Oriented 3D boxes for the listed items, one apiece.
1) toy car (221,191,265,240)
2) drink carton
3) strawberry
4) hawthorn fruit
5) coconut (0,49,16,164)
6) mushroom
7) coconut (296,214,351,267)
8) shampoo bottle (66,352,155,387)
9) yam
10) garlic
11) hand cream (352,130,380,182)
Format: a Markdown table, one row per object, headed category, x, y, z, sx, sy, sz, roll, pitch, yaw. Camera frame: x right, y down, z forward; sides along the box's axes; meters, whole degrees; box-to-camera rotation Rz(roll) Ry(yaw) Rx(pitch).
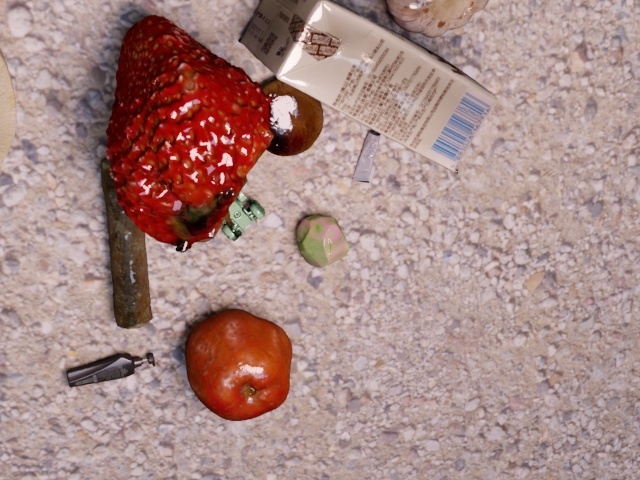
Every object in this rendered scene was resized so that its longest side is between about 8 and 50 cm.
| category | x | y | z | sx | sy | sz | roll | pitch | yaw |
| --- | --- | --- | --- | --- | --- | --- | --- | --- | --- |
| toy car | -0.149 | -0.065 | 1.521 | 0.073 | 0.054 | 0.143 | -43 | 124 | 1 |
| drink carton | 0.071 | -0.239 | 1.433 | 0.325 | 0.194 | 0.132 | 23 | 104 | -29 |
| strawberry | -0.190 | -0.140 | 1.344 | 0.258 | 0.261 | 0.261 | 32 | 102 | -10 |
| hawthorn fruit | -0.125 | 0.196 | 1.594 | 0.189 | 0.189 | 0.189 | -9 | 119 | -17 |
| coconut | -0.492 | -0.168 | 1.218 | 0.245 | 0.247 | 0.244 | -10 | 120 | -17 |
| mushroom | -0.050 | -0.182 | 1.501 | 0.123 | 0.052 | 0.123 | -9 | 116 | -20 |
| coconut | 0.000 | 0.000 | 1.599 | 0.081 | 0.082 | 0.083 | -19 | 168 | -38 |
| shampoo bottle | -0.331 | 0.202 | 1.602 | 0.137 | 0.027 | 0.048 | -14 | 133 | -14 |
| yam | -0.287 | 0.008 | 1.504 | 0.061 | 0.061 | 0.274 | -9 | 117 | -17 |
| garlic | 0.170 | -0.367 | 1.463 | 0.159 | 0.102 | 0.147 | -30 | 137 | 9 |
| hand cream | 0.075 | -0.134 | 1.597 | 0.030 | 0.019 | 0.093 | 4 | 121 | -25 |
